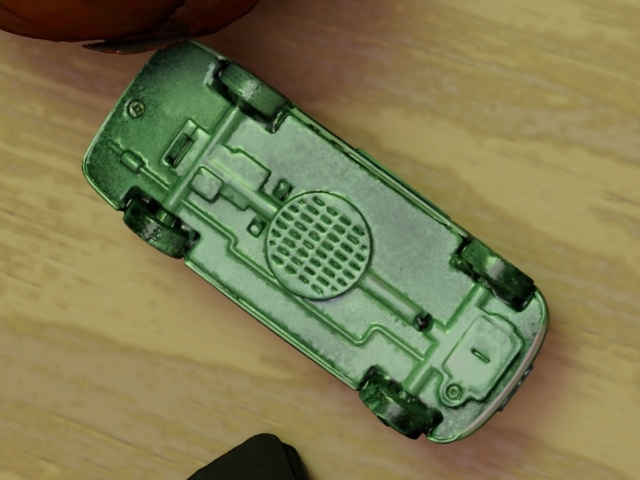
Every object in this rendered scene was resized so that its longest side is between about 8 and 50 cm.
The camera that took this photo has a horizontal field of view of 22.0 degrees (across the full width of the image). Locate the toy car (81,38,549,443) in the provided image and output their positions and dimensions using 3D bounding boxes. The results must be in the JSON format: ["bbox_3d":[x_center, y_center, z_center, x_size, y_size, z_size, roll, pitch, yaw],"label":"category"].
[{"bbox_3d":[0.000,0.000,0.755,0.224,0.076,0.090,37,94,7],"label":"toy car"}]

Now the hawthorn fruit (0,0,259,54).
[{"bbox_3d":[-0.093,-0.247,0.715,0.276,0.276,0.307,22,58,14],"label":"hawthorn fruit"}]

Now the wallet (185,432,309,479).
[{"bbox_3d":[-0.071,0.153,0.773,0.156,0.018,0.082,-35,37,8],"label":"wallet"}]
